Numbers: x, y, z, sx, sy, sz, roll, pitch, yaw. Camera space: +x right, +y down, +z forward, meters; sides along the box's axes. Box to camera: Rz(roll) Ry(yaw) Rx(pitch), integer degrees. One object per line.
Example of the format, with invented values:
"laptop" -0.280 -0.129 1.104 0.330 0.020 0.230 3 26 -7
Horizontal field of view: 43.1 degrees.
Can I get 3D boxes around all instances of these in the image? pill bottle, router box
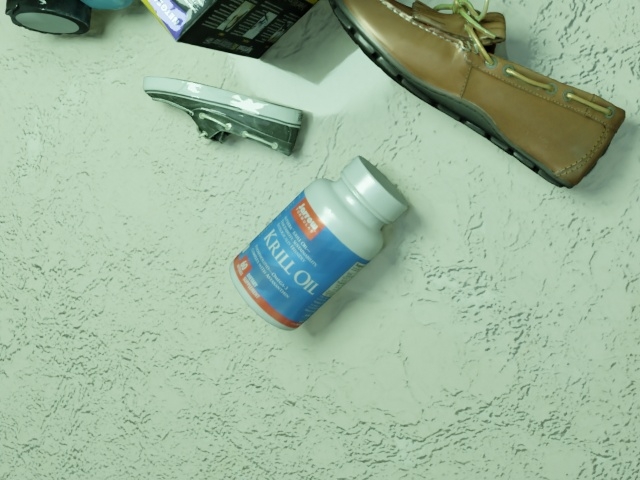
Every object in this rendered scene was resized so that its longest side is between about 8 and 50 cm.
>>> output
"pill bottle" 0.000 0.000 1.023 0.124 0.124 0.221 46 104 4
"router box" -0.048 -0.320 0.902 0.243 0.309 0.081 -41 90 14

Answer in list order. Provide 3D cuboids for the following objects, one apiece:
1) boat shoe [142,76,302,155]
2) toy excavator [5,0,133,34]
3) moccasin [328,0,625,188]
"boat shoe" -0.135 -0.164 1.059 0.219 0.078 0.070 16 99 9
"toy excavator" -0.220 -0.398 0.866 0.445 0.433 0.223 2 85 15
"moccasin" 0.178 -0.215 0.948 0.380 0.139 0.147 34 102 7
